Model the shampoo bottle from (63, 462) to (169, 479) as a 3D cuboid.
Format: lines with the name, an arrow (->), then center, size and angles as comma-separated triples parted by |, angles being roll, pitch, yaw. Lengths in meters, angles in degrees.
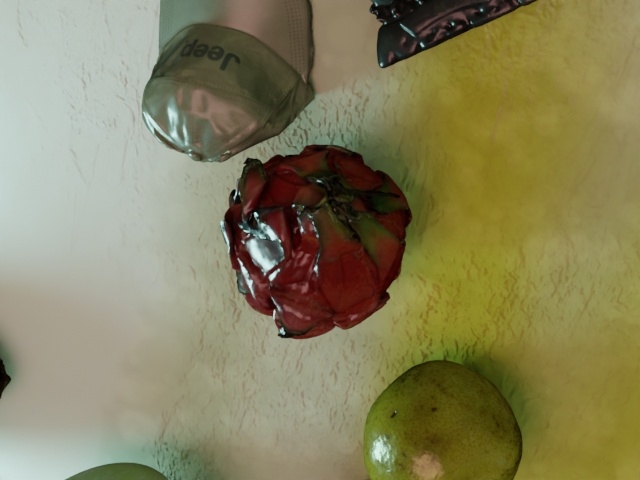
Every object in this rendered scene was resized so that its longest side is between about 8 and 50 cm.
shampoo bottle -> -0.273, 0.499, 1.964 | 0.322, 0.322, 0.317 | -10, 118, 30

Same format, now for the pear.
pear -> 0.143, 0.242, 1.708 | 0.197, 0.197, 0.197 | 12, 121, 20

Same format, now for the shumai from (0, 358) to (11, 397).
shumai -> -0.597, 0.214, 2.082 | 0.263, 0.304, 0.309 | -27, 103, -1

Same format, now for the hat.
hat -> -0.128, -0.225, 1.617 | 0.214, 0.149, 0.244 | 9, 131, 21

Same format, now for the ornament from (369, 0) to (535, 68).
ornament -> 0.111, -0.342, 1.458 | 0.251, 0.106, 0.260 | -23, 100, 32

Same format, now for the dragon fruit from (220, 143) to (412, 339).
dragon fruit -> 0.000, 0.000, 1.593 | 0.234, 0.293, 0.233 | 0, 88, -8
